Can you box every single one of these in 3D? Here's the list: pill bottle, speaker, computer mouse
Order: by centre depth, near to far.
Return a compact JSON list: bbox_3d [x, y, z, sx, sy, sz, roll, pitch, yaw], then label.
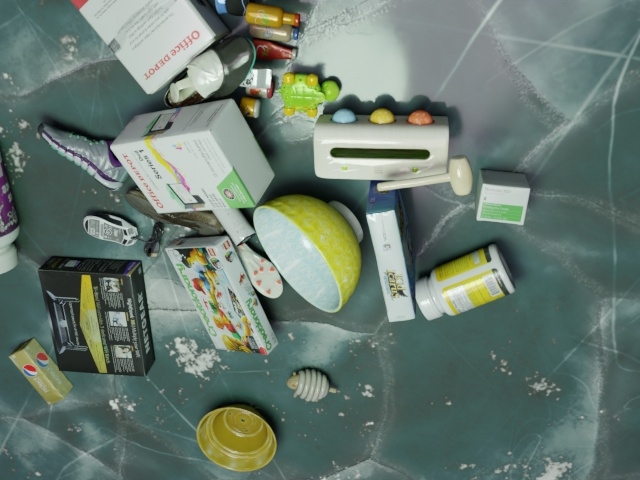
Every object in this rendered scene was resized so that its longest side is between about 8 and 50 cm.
[{"bbox_3d":[0.324,0.099,1.555,0.208,0.119,0.119,-24,110,18],"label":"pill bottle"},{"bbox_3d":[-0.209,-0.057,1.571,0.055,0.055,0.136,-38,85,22],"label":"speaker"},{"bbox_3d":[-0.813,-0.072,1.613,0.169,0.169,0.301,1,116,8],"label":"pill bottle"},{"bbox_3d":[-0.476,-0.026,1.654,0.193,0.042,0.106,18,132,-2],"label":"computer mouse"}]

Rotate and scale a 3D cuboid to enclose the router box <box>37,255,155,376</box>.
[{"bbox_3d":[-0.569,0.197,1.753,0.243,0.081,0.308,3,116,7],"label":"router box"}]

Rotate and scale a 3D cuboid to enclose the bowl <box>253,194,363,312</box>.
[{"bbox_3d":[0.000,0.000,1.517,0.156,0.289,0.289,-39,110,-22],"label":"bowl"}]

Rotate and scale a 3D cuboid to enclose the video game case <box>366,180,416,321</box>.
[{"bbox_3d":[0.155,-0.003,1.447,0.061,0.269,0.244,-10,114,12],"label":"video game case"}]

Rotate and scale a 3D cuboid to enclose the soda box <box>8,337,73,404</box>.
[{"bbox_3d":[-0.763,0.360,1.870,0.058,0.061,0.181,-25,109,18],"label":"soda box"}]

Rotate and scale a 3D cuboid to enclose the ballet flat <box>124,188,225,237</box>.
[{"bbox_3d":[-0.339,-0.072,1.611,0.250,0.058,0.084,19,153,5],"label":"ballet flat"}]

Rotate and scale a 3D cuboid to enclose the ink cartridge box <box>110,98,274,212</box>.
[{"bbox_3d":[-0.270,-0.170,1.444,0.278,0.117,0.201,-2,134,31],"label":"ink cartridge box"}]

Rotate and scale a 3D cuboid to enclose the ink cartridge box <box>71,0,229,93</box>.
[{"bbox_3d":[-0.349,-0.466,1.379,0.197,0.114,0.273,-33,102,21],"label":"ink cartridge box"}]

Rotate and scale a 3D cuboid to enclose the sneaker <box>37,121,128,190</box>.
[{"bbox_3d":[-0.531,-0.216,1.568,0.224,0.083,0.098,38,94,-15],"label":"sneaker"}]

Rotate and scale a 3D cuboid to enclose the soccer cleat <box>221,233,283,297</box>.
[{"bbox_3d":[-0.164,0.059,1.626,0.196,0.076,0.068,46,75,-2],"label":"soccer cleat"}]

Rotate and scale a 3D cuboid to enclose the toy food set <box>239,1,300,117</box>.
[{"bbox_3d":[-0.100,-0.365,1.400,0.105,0.111,0.232,10,117,3],"label":"toy food set"}]

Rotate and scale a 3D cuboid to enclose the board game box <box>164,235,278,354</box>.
[{"bbox_3d":[-0.237,0.133,1.645,0.193,0.053,0.305,-3,118,43],"label":"board game box"}]

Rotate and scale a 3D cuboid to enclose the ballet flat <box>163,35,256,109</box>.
[{"bbox_3d":[-0.234,-0.321,1.377,0.280,0.096,0.095,-22,92,52],"label":"ballet flat"}]

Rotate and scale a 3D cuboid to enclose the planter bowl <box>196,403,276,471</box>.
[{"bbox_3d":[-0.218,0.511,1.846,0.217,0.090,0.217,3,115,6],"label":"planter bowl"}]

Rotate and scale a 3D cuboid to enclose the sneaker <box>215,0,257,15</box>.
[{"bbox_3d":[-0.163,-0.561,1.339,0.090,0.081,0.232,2,122,4],"label":"sneaker"}]

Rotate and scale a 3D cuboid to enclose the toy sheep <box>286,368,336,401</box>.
[{"bbox_3d":[-0.023,0.375,1.759,0.132,0.091,0.091,10,117,-12],"label":"toy sheep"}]

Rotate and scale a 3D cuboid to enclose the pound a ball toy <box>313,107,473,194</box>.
[{"bbox_3d":[0.147,-0.192,1.393,0.319,0.208,0.135,2,116,8],"label":"pound a ball toy"}]

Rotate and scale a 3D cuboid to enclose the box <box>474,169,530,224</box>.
[{"bbox_3d":[0.388,-0.094,1.463,0.101,0.102,0.087,7,114,6],"label":"box"}]

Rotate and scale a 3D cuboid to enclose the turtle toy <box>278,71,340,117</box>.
[{"bbox_3d":[-0.025,-0.313,1.438,0.130,0.066,0.095,5,126,4],"label":"turtle toy"}]
